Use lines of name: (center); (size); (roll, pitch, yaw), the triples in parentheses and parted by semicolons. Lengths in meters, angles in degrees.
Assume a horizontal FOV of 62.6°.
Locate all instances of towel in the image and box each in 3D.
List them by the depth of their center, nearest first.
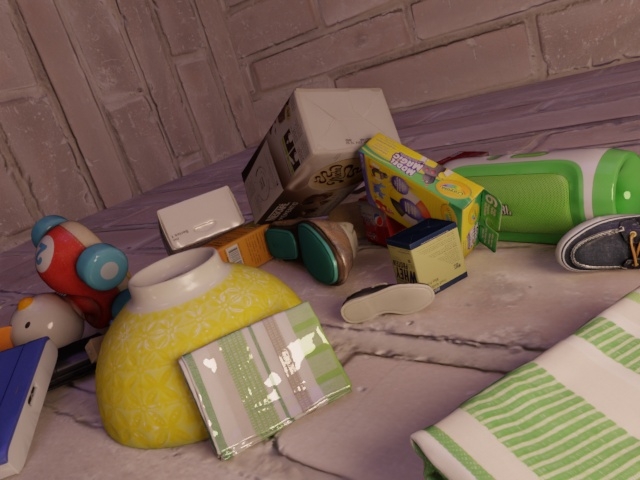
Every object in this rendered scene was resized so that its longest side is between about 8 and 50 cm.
towel: (0.251, 0.120, 0.322); (0.325, 0.038, 0.248); (-24, 32, -22)
towel: (-0.056, 0.138, 0.542); (0.152, 0.113, 0.023); (-23, -16, -16)

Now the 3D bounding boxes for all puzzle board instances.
puzzle board: (0.070, -0.039, 1.051); (0.128, 0.011, 0.096); (-8, 50, 29)

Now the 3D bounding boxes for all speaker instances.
speaker: (0.301, -0.066, 0.780); (0.131, 0.131, 0.296); (-29, 21, -33)

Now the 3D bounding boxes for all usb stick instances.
usb stick: (-0.449, 0.215, 0.783); (0.278, 0.045, 0.077); (-22, 28, -15)

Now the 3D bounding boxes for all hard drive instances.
hard drive: (-0.517, 0.249, 0.668); (0.318, 0.040, 0.210); (-18, 33, -3)

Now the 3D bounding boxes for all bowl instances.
bowl: (-0.159, 0.102, 0.665); (0.289, 0.156, 0.289); (-16, 18, 5)

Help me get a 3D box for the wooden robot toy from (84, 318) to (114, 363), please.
wooden robot toy: (-0.285, 0.150, 0.817); (0.079, 0.076, 0.173); (-43, -3, 36)

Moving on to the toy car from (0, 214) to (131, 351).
toy car: (-0.444, 0.108, 0.880); (0.219, 0.210, 0.238); (20, 54, 38)

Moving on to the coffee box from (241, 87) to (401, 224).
coffee box: (-0.014, -0.142, 0.948); (0.168, 0.119, 0.297); (-9, -16, -29)

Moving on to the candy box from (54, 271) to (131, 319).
candy box: (-0.490, 0.124, 1.089); (0.186, 0.053, 0.109); (-17, 18, -1)

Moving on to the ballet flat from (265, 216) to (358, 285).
ballet flat: (0.000, 0.000, 0.920); (0.106, 0.107, 0.316); (-16, 17, -22)

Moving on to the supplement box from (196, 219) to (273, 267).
supplement box: (-0.139, 0.009, 1.063); (0.078, 0.080, 0.233); (5, 25, 46)

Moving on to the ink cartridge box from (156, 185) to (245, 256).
ink cartridge box: (-0.266, -0.028, 1.158); (0.160, 0.092, 0.219); (-23, -5, -19)

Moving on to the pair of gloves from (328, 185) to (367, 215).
pair of gloves: (0.124, -0.088, 1.166); (0.204, 0.042, 0.240); (-27, 19, -31)

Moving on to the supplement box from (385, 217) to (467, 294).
supplement box: (0.147, 0.024, 0.725); (0.083, 0.083, 0.056); (-25, 19, -23)

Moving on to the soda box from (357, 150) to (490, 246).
soda box: (0.202, -0.081, 0.980); (0.263, 0.092, 0.083); (-25, 21, -23)

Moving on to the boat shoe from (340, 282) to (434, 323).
boat shoe: (0.088, 0.076, 0.693); (0.125, 0.046, 0.038); (-20, 20, 20)

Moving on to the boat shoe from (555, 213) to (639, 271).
boat shoe: (0.372, 0.005, 0.598); (0.183, 0.065, 0.083); (-14, 16, 9)

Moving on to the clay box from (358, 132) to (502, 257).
clay box: (0.159, -0.058, 0.782); (0.053, 0.127, 0.222); (-42, 56, -17)

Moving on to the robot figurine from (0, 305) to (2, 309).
robot figurine: (-0.697, 0.150, 0.801); (0.353, 0.300, 0.200); (11, 16, -41)
